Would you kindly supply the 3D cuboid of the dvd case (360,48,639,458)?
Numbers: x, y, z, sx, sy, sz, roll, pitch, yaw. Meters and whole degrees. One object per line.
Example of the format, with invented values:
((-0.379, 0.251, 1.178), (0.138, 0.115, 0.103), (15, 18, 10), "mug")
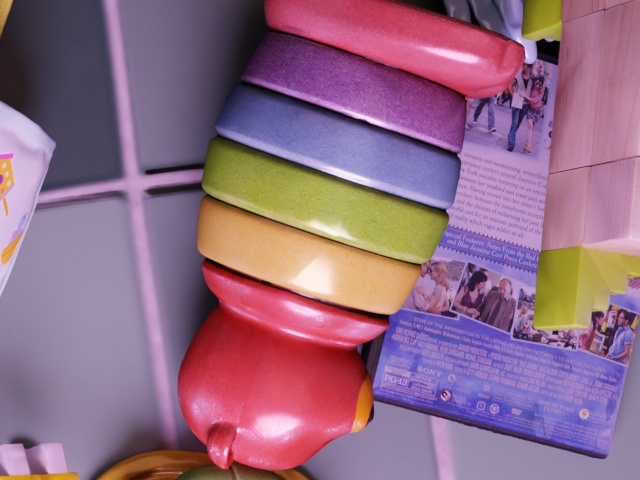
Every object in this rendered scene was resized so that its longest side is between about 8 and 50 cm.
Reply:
((0.134, 0.001, 1.266), (0.180, 0.022, 0.253), (16, 84, -15), "dvd case")

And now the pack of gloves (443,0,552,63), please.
((0.147, -0.241, 1.256), (0.195, 0.046, 0.232), (-21, 89, -20), "pack of gloves")

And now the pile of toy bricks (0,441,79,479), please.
((-0.234, 0.178, 1.066), (0.212, 0.118, 0.105), (5, 65, -51), "pile of toy bricks")

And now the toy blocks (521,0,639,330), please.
((0.284, -0.117, 1.199), (0.261, 0.191, 0.381), (10, 81, -25), "toy blocks")

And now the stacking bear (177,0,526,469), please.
((0.000, 0.000, 1.161), (0.164, 0.175, 0.289), (18, 92, 3), "stacking bear")

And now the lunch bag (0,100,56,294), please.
((-0.280, -0.003, 1.070), (0.262, 0.160, 0.223), (27, 78, -48), "lunch bag")

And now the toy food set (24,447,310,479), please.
((-0.082, 0.194, 1.169), (0.218, 0.071, 0.128), (6, 86, -16), "toy food set")

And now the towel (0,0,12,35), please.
((-0.211, -0.179, 1.082), (0.102, 0.237, 0.021), (19, 40, -11), "towel")
